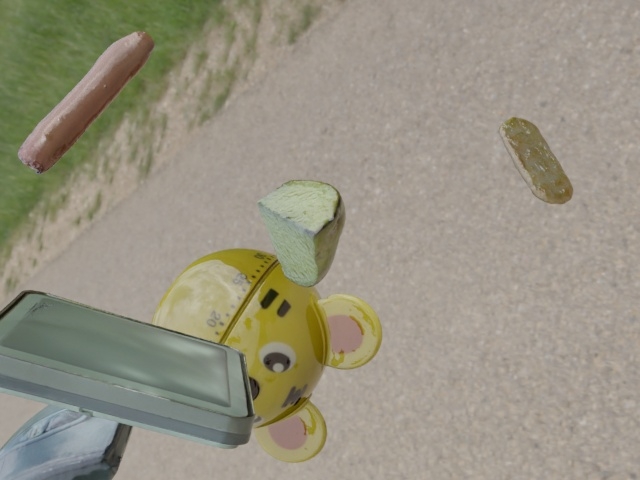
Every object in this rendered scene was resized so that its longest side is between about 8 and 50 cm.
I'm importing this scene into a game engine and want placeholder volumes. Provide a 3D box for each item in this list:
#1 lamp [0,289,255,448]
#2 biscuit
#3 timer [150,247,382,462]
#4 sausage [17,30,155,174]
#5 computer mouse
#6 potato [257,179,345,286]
[{"bbox_3d":[-0.204,0.125,0.867,0.266,0.269,0.047,-145,72,-80],"label":"lamp"},{"bbox_3d":[0.286,-0.107,1.121,0.147,0.071,0.018,67,150,28],"label":"biscuit"},{"bbox_3d":[-0.112,0.203,1.562,0.376,0.387,0.376,-57,-7,-11],"label":"timer"},{"bbox_3d":[-0.235,-0.143,0.849,0.186,0.043,0.043,-54,22,-21],"label":"sausage"},{"bbox_3d":[-0.385,0.318,1.180,0.371,0.122,0.188,-42,24,18],"label":"computer mouse"},{"bbox_3d":[0.000,0.000,1.042,0.149,0.081,0.120,30,146,54],"label":"potato"}]
